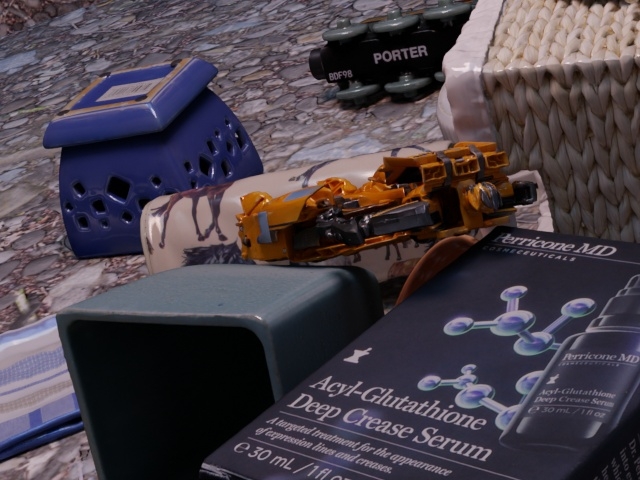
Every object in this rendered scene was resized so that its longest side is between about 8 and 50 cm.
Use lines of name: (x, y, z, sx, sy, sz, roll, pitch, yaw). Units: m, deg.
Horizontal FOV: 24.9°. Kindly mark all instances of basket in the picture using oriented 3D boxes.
basket: (0.309, -0.107, 1.521, 0.266, 0.328, 0.331, -6, 27, 21)

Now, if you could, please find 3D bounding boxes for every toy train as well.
toy train: (0.151, -0.310, 2.305, 0.334, 0.142, 0.190, -7, 15, 28)

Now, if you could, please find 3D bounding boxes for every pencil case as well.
pencil case: (0.000, 0.000, 1.717, 0.410, 0.183, 0.160, -11, -3, 14)

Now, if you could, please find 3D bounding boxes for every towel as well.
towel: (-0.324, 0.159, 1.756, 0.209, 0.034, 0.285, -22, 25, -6)

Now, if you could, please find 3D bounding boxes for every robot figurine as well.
robot figurine: (0.058, -0.033, 1.361, 0.211, 0.085, 0.291, -13, 1, -39)

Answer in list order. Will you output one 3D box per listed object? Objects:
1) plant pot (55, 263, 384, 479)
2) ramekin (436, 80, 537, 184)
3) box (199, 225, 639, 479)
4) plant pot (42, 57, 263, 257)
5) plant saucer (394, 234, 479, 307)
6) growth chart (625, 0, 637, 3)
plant pot: (-0.054, 0.138, 1.385, 0.248, 0.247, 0.252, 0, 19, 35)
ramekin: (0.250, -0.171, 1.899, 0.207, 0.109, 0.207, -22, 34, 16)
box: (0.162, 0.181, 1.155, 0.293, 0.212, 0.395, 8, 35, 46)
plant pot: (-0.247, -0.128, 2.089, 0.236, 0.212, 0.236, -6, 26, 26)
plant saucer: (0.128, 0.094, 1.441, 0.037, 0.200, 0.200, 17, 12, -24)
growth chart: (0.311, -0.286, 1.497, 0.172, 0.021, 0.237, -21, 27, -16)
